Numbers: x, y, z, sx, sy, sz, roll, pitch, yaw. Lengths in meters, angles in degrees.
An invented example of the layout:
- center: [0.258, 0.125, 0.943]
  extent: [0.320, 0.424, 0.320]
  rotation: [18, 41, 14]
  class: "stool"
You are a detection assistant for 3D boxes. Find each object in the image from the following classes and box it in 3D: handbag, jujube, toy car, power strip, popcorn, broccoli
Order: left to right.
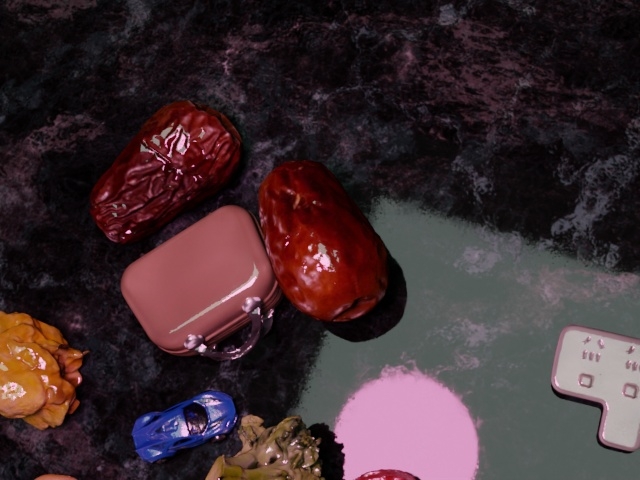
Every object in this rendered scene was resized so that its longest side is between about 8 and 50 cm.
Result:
- center: [-0.591, 0.262, 1.736]
  extent: [0.253, 0.190, 0.191]
  rotation: [32, 93, 18]
  class: "popcorn"
- center: [-0.318, -0.134, 1.775]
  extent: [0.342, 0.216, 0.216]
  rotation: [-41, 68, 9]
  class: "jujube"
- center: [-0.266, 0.358, 1.684]
  extent: [0.216, 0.063, 0.103]
  rotation: [-23, 69, 8]
  class: "toy car"
- center: [-0.209, 0.109, 1.699]
  extent: [0.301, 0.149, 0.283]
  rotation: [-32, 66, 2]
  class: "handbag"
- center: [-0.122, 0.447, 1.525]
  extent: [0.248, 0.245, 0.288]
  rotation: [-32, 41, 33]
  class: "broccoli"
- center: [0.000, 0.000, 1.632]
  extent: [0.223, 0.223, 0.318]
  rotation: [-28, 66, 6]
  class: "jujube"
- center: [0.530, 0.263, 1.498]
  extent: [0.264, 0.059, 0.194]
  rotation: [12, 78, 17]
  class: "power strip"

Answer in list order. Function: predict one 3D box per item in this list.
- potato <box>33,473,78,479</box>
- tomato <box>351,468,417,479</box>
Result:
- center: [-0.512, 0.566, 1.660]
  extent: [0.150, 0.146, 0.234]
  rotation: [-21, 68, 41]
  class: "potato"
- center: [0.101, 0.503, 1.530]
  extent: [0.173, 0.099, 0.189]
  rotation: [3, 35, 32]
  class: "tomato"
